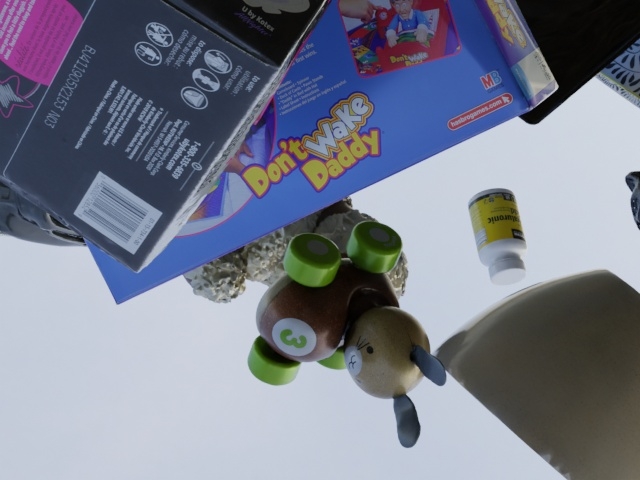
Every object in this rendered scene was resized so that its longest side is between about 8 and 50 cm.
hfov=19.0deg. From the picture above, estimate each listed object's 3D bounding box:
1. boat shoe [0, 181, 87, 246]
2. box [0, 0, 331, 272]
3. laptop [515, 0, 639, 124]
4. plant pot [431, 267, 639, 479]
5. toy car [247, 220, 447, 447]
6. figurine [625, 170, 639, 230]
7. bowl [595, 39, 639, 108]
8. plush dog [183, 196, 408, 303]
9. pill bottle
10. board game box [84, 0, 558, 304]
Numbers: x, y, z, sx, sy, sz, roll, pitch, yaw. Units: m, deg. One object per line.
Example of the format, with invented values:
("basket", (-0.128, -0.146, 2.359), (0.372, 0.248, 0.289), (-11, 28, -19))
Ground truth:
("boat shoe", (-0.156, -0.049, 1.642), (0.113, 0.127, 0.340), (8, -178, 37))
("box", (-0.101, -0.123, 1.133), (0.163, 0.247, 0.142), (34, -126, -4))
("laptop", (0.208, -0.298, 2.041), (0.236, 0.382, 0.408), (53, 163, -8))
("plant pot", (0.283, 0.142, 1.993), (0.284, 0.191, 0.284), (41, -179, -1))
("toy car", (0.042, 0.102, 1.792), (0.149, 0.155, 0.188), (-12, -134, -38))
("figurine", (0.375, 0.033, 1.765), (0.092, 0.215, 0.209), (-22, -166, -31))
("bowl", (0.347, -0.170, 1.946), (0.170, 0.080, 0.170), (33, -174, -4))
("plush dog", (0.000, 0.000, 2.146), (0.225, 0.211, 0.262), (33, -165, 19))
("pill bottle", (0.231, -0.004, 2.464), (0.065, 0.065, 0.116), (7, -121, -30))
("board game box", (-0.044, -0.130, 1.326), (0.233, 0.347, 0.078), (63, -154, -5))
